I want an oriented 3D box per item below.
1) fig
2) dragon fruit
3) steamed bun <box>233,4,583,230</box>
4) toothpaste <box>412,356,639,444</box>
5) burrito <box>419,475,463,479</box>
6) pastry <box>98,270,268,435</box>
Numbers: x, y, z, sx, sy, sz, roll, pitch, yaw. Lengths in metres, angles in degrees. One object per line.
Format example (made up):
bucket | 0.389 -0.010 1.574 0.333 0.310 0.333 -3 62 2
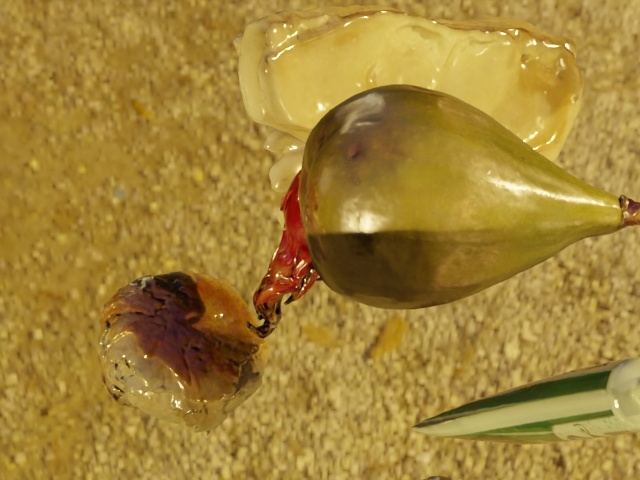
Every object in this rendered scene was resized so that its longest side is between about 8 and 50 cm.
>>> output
fig | 0.076 -0.036 0.756 0.185 0.133 0.126 -22 88 0
dragon fruit | 0.000 0.000 1.095 0.094 0.094 0.190 31 89 24
steamed bun | 0.080 -0.119 1.466 0.428 0.247 0.189 -4 3 -32
toothpaste | 0.209 0.154 1.239 0.099 0.392 0.061 6 76 -21
burrito | 0.161 0.307 1.138 0.101 0.139 0.445 -7 27 -23
pastry | -0.119 0.092 1.177 0.153 0.081 0.153 9 58 -15
